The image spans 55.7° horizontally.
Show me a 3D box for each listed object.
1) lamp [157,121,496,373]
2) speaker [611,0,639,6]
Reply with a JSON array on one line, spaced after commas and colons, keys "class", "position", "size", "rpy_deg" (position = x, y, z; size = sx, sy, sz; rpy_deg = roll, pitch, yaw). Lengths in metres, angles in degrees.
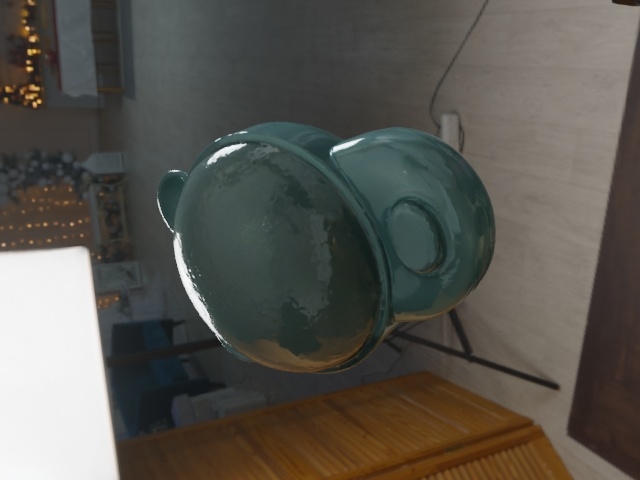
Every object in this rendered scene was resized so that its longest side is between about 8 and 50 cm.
[{"class": "lamp", "position": [-0.005, 0.005, 0.480], "size": [0.284, 0.147, 0.209], "rpy_deg": [-16, 106, 22]}, {"class": "speaker", "position": [0.447, -0.217, 0.560], "size": [0.329, 0.198, 0.259], "rpy_deg": [5, 114, 32]}]
